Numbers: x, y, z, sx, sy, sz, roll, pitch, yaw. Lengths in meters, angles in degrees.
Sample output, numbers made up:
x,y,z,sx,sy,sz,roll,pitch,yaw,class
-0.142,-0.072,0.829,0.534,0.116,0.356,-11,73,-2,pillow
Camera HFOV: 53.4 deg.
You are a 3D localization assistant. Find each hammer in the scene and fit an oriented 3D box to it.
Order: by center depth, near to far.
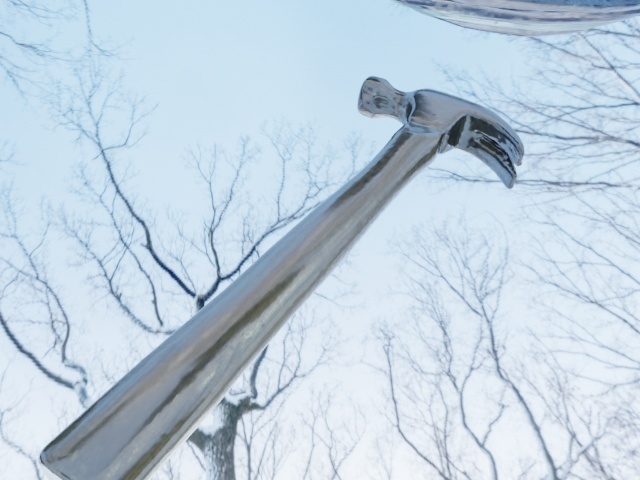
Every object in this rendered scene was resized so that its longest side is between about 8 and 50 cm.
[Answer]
x,y,z,sx,sy,sz,roll,pitch,yaw,class
0.000,0.000,0.439,0.440,0.168,0.044,-44,-33,-39,hammer

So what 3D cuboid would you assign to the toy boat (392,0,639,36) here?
x,y,z,sx,sy,sz,roll,pitch,yaw,class
0.114,-0.140,0.212,0.210,0.291,0.070,2,-94,-25,toy boat
